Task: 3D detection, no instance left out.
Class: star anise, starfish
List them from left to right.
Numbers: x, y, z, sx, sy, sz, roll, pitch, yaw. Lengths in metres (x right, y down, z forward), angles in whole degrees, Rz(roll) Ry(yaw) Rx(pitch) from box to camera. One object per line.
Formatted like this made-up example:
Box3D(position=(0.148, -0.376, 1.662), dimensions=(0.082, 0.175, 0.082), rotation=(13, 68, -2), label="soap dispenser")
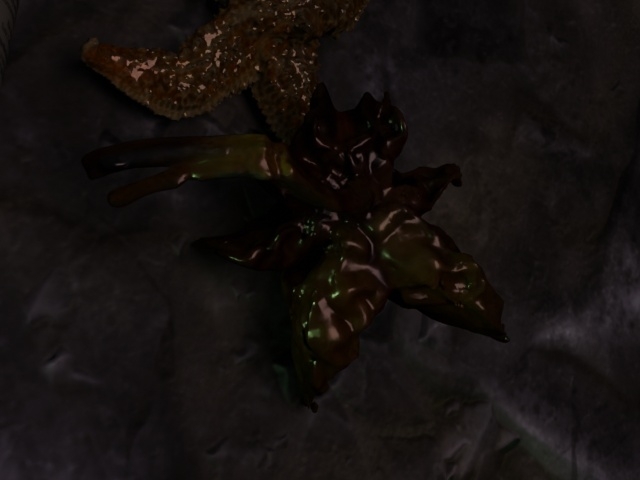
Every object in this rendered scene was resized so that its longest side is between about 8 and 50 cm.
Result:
Box3D(position=(-0.010, -0.190, 0.854), dimensions=(0.301, 0.084, 0.293), rotation=(27, 65, -27), label="starfish")
Box3D(position=(-0.008, -0.004, 0.759), dimensions=(0.346, 0.148, 0.237), rotation=(24, 90, -38), label="star anise")

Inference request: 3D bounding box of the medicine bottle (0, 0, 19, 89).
Box3D(position=(-0.243, -0.166, 0.612), dimensions=(0.157, 0.157, 0.289), rotation=(18, 68, -34), label="medicine bottle")
